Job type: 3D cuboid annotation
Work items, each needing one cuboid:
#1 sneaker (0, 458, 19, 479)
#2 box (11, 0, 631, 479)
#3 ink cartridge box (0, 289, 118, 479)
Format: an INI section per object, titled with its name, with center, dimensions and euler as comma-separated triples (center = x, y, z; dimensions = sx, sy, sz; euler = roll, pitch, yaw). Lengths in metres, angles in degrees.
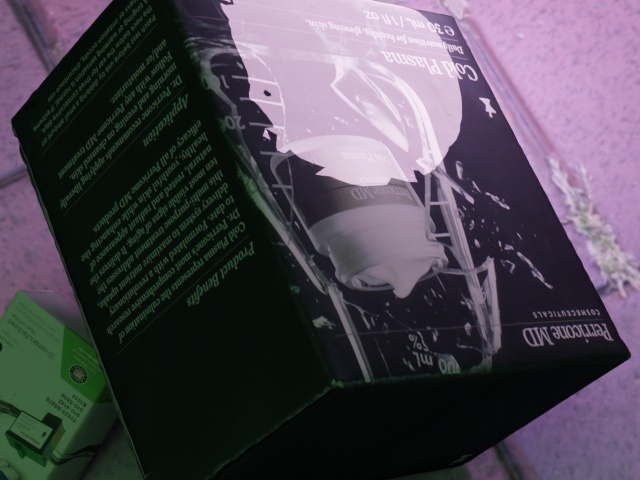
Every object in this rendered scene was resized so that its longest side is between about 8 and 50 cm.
[sneaker]
center = -0.487, 0.348, 1.554
dimensions = 0.330, 0.147, 0.130
euler = -37, 74, 17
[box]
center = 0.000, 0.000, 1.489
dimensions = 0.297, 0.480, 0.472
euler = -39, 64, 37
[ink cartridge box]
center = -0.329, 0.191, 1.627
dimensions = 0.160, 0.092, 0.219
euler = 35, 98, 17
